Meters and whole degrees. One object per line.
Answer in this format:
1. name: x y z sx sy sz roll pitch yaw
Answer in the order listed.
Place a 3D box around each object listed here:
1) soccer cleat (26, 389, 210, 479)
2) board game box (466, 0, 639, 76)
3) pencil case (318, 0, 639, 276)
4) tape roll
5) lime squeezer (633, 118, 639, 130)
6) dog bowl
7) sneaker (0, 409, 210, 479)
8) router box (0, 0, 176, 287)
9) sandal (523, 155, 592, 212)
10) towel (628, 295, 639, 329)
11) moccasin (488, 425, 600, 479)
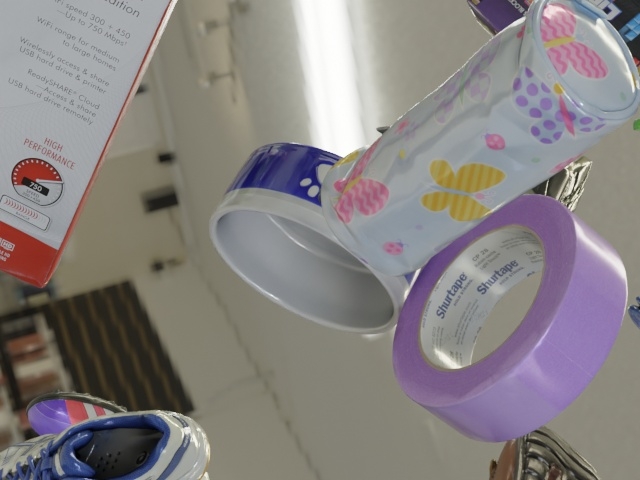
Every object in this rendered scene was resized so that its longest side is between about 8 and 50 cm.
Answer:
1. soccer cleat: -0.278 0.317 2.038 0.318 0.109 0.116 40 37 -33
2. board game box: 0.241 -0.206 1.347 0.170 0.141 0.048 50 1 29
3. pencil case: 0.120 -0.078 1.144 0.273 0.113 0.124 -37 -155 43
4. tape roll: 0.208 0.085 1.651 0.090 0.275 0.275 37 5 -27
5. lime squeezer: 0.574 -0.130 1.920 0.110 0.310 0.058 130 -36 -60
6. dog bowl: 0.000 0.000 1.815 0.265 0.104 0.265 23 -25 12
7. sneaker: -0.270 0.235 1.541 0.131 0.296 0.112 61 10 -67
8. router box: -0.294 -0.163 1.064 0.301 0.335 0.082 -61 -173 32
9. sandal: 0.308 -0.075 2.113 0.086 0.303 0.120 29 -74 19
10. towel: 0.509 0.199 1.847 0.285 0.034 0.209 47 0 -17
11. moccasin: 0.230 0.325 1.654 0.139 0.147 0.380 38 23 -2
